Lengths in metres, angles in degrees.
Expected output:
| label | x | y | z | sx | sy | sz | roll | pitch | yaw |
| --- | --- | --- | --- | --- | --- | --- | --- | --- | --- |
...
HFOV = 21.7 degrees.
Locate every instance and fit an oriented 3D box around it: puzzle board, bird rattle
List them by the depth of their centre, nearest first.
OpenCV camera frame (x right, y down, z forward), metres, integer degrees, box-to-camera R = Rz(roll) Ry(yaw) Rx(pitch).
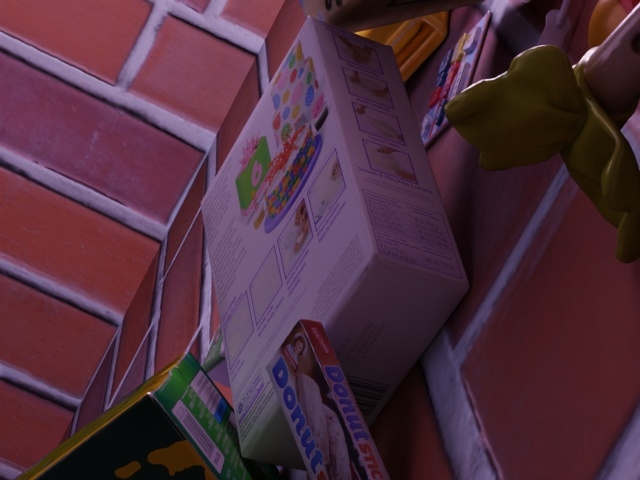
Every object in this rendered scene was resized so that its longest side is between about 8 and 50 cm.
| label | x | y | z | sx | sy | sz | roll | pitch | yaw |
| --- | --- | --- | --- | --- | --- | --- | --- | --- | --- |
| bird rattle | 0.193 | -0.130 | 0.980 | 0.253 | 0.143 | 0.207 | -58 | -4 | 18 |
| puzzle board | 0.129 | -0.155 | 1.635 | 0.096 | 0.011 | 0.128 | -48 | 20 | 57 |

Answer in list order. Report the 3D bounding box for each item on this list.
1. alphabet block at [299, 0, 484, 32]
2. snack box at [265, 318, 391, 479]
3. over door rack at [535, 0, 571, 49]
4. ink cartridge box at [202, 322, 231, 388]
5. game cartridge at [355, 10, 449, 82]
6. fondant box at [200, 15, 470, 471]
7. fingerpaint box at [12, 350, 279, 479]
| label | x | y | z | sx | sy | sz | roll | pitch | yaw |
| --- | --- | --- | --- | --- | --- | --- | --- | --- | --- |
| alphabet block | 0.076 | -0.307 | 1.497 | 0.197 | 0.193 | 0.192 | 150 | 103 | -74 |
| snack box | 0.009 | 0.147 | 1.250 | 0.064 | 0.022 | 0.178 | -56 | 45 | 38 |
| over door rack | 0.142 | -0.321 | 1.350 | 0.108 | 0.239 | 0.324 | 136 | 158 | -76 |
| ink cartridge box | -0.027 | 0.041 | 1.712 | 0.160 | 0.092 | 0.219 | -42 | 25 | 62 |
| game cartridge | 0.055 | -0.234 | 1.963 | 0.285 | 0.053 | 0.323 | -46 | 17 | 30 |
| fondant box | 0.000 | 0.000 | 1.445 | 0.238 | 0.096 | 0.330 | -57 | 30 | 33 |
| fingerpaint box | -0.221 | 0.277 | 1.381 | 0.371 | 0.163 | 0.445 | -37 | 1 | -2 |
